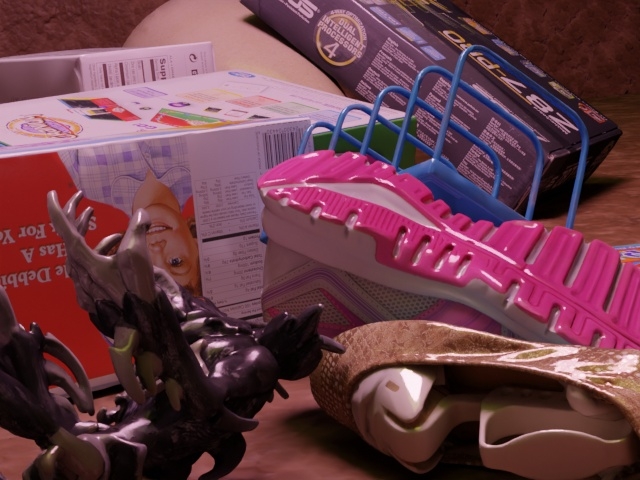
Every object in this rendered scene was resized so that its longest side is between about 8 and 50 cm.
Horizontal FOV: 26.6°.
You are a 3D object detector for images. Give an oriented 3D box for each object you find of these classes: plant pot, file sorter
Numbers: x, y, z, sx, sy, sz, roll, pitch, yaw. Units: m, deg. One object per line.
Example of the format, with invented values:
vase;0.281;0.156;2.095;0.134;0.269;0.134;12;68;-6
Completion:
plant pot;-0.070;-0.125;1.515;0.256;0.257;0.274;-9;26;-29
file sorter;0.068;-0.035;0.850;0.118;0.104;0.170;30;-28;-27

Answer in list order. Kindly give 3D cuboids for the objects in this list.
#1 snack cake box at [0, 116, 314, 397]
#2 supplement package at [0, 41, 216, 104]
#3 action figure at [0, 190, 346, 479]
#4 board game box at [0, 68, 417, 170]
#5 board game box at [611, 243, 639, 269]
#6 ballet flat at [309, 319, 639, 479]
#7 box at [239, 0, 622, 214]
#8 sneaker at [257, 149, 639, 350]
snack cake box;-0.124;0.008;0.872;0.264;0.152;0.089;-11;9;-39
supplement package;-0.223;-0.089;1.356;0.145;0.204;0.262;-12;12;-34
action figure;-0.107;0.056;0.571;0.164;0.141;0.275;-32;-7;39
board game box;-0.118;-0.072;1.092;0.316;0.064;0.242;-14;24;-38
board game box;0.198;0.042;0.851;0.160;0.047;0.210;-6;8;-6
ballet flat;0.073;0.078;0.626;0.206;0.073;0.067;-2;23;32
box;0.136;-0.196;1.562;0.395;0.097;0.318;40;25;15
sneaker;0.076;0.046;0.716;0.252;0.111;0.103;25;32;21
